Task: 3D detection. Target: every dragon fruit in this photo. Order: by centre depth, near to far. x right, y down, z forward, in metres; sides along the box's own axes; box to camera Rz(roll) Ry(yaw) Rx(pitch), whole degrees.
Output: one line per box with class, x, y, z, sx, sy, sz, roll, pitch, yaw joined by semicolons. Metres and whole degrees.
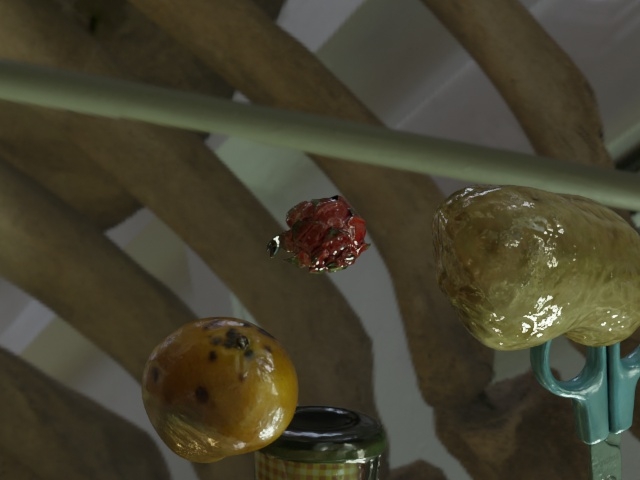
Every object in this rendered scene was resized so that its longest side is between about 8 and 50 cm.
dragon fruit;0.004;-0.005;1.457;0.142;0.130;0.121;12;-118;31

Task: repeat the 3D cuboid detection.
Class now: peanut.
peanut;0.186;0.026;0.814;0.137;0.253;0.122;-58;-135;27

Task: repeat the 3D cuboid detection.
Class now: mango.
mango;-0.088;0.121;0.805;0.115;0.090;0.178;51;-36;-6

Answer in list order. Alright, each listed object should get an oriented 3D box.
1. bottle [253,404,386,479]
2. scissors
bottle;-0.008;0.304;0.964;0.143;0.156;0.271;-158;-111;-74
scissors;0.333;0.251;1.175;0.029;0.192;0.447;31;-47;57
